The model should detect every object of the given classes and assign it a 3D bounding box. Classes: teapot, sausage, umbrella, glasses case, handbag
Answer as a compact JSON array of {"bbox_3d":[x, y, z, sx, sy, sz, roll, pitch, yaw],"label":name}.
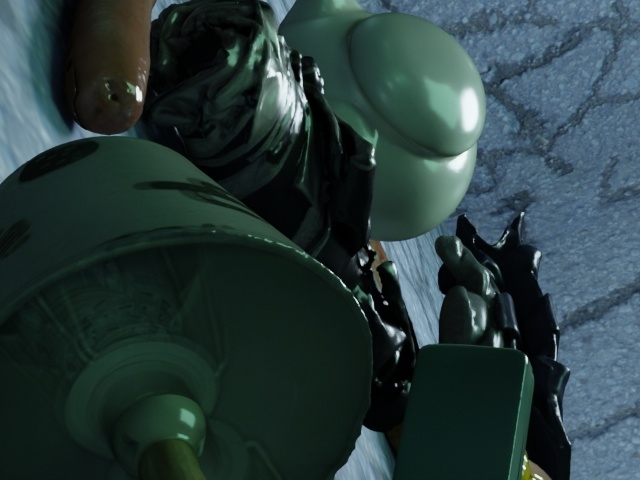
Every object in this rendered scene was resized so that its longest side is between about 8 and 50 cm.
[{"bbox_3d":[0.036,-0.075,1.074,0.220,0.149,0.318,32,41,-19],"label":"teapot"},{"bbox_3d":[-0.099,-0.106,0.665,0.186,0.043,0.043,-98,165,-60],"label":"sausage"},{"bbox_3d":[0.001,-0.005,0.855,0.113,0.106,0.357,-108,172,-48],"label":"umbrella"},{"bbox_3d":[0.087,0.157,0.874,0.039,0.078,0.184,61,37,-55],"label":"glasses case"},{"bbox_3d":[0.162,0.139,1.270,0.325,0.118,0.269,-93,-179,-53],"label":"handbag"}]

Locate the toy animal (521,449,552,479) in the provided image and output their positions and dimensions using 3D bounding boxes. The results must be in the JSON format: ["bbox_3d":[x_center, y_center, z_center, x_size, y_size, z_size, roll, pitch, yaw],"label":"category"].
[{"bbox_3d":[0.125,0.236,0.950,0.165,0.149,0.248,44,29,-35],"label":"toy animal"}]

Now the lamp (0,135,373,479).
[{"bbox_3d":[-0.036,0.057,0.350,0.121,0.121,0.214,63,-2,-37],"label":"lamp"}]

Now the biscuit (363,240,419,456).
[{"bbox_3d":[0.047,0.054,1.237,0.257,0.049,0.273,-87,154,-71],"label":"biscuit"}]
